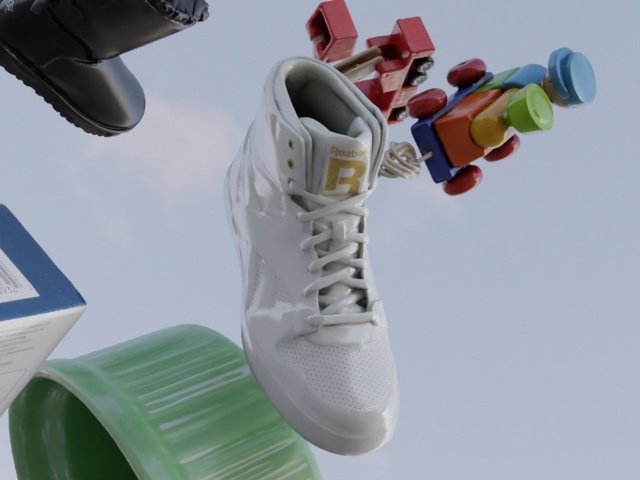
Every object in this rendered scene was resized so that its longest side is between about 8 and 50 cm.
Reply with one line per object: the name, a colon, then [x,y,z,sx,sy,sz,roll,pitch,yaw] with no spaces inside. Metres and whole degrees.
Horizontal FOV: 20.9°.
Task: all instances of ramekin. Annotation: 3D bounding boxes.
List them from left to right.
ramekin: [-0.117,0.215,1.414,0.303,0.148,0.303,38,-40,41]

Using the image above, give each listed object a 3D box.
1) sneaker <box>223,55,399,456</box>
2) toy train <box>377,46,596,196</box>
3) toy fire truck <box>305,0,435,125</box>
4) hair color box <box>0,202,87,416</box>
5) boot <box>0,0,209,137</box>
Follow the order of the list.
sneaker: [0.000,0.000,1.281,0.108,0.292,0.169,-6,-36,-22]
toy train: [0.155,-0.105,1.643,0.143,0.248,0.105,-17,-76,39]
toy fire truck: [0.041,-0.173,1.740,0.135,0.047,0.192,-12,-26,-20]
hair color box: [-0.323,0.134,1.129,0.105,0.174,0.347,48,-67,17]
boot: [-0.099,-0.101,0.858,0.099,0.045,0.121,-21,-35,28]
